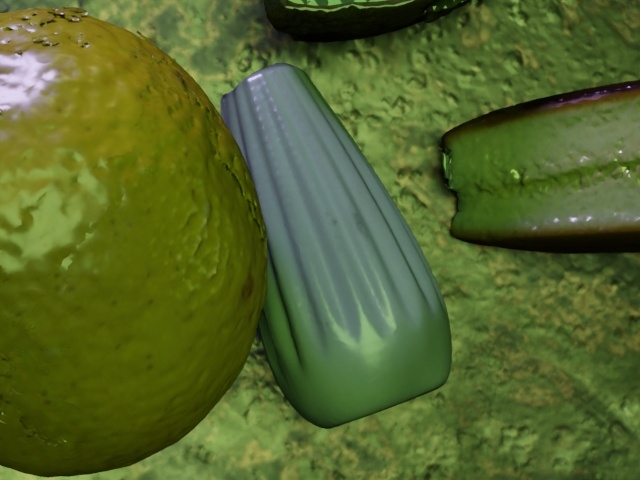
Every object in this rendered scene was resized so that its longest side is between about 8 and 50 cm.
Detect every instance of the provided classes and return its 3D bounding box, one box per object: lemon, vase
[{"bbox_3d":[-0.160,0.007,0.703,0.257,0.258,0.310,-30,120,-11],"label":"lemon"},{"bbox_3d":[0.000,0.000,0.805,0.128,0.128,0.248,-19,80,-11],"label":"vase"}]

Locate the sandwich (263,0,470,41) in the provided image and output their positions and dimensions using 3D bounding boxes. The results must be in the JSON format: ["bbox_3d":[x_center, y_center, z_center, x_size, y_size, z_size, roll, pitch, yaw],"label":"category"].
[{"bbox_3d":[0.058,-0.249,0.842,0.212,0.109,0.292,44,78,2],"label":"sandwich"}]

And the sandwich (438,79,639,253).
[{"bbox_3d":[0.217,-0.054,0.847,0.235,0.128,0.122,-4,85,33],"label":"sandwich"}]
